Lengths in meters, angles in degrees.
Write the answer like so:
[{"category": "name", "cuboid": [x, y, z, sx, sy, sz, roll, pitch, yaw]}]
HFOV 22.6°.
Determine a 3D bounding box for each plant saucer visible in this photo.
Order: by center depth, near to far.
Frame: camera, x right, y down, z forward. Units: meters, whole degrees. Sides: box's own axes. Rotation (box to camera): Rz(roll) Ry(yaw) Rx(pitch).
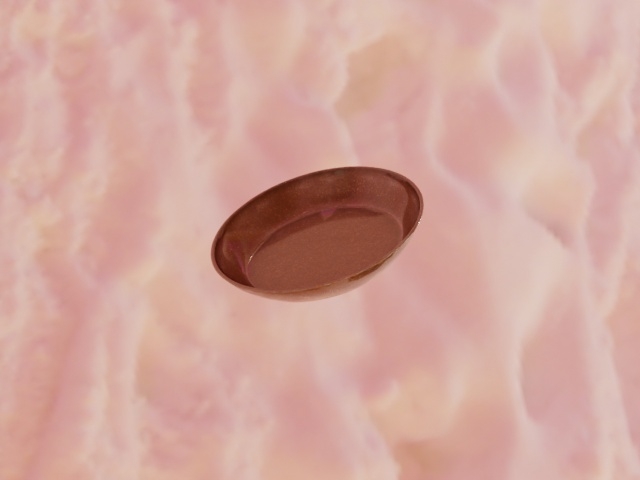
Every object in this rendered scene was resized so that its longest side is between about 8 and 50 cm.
[{"category": "plant saucer", "cuboid": [0.000, 0.000, 1.448, 0.198, 0.199, 0.036, -57, 139, -46]}]
